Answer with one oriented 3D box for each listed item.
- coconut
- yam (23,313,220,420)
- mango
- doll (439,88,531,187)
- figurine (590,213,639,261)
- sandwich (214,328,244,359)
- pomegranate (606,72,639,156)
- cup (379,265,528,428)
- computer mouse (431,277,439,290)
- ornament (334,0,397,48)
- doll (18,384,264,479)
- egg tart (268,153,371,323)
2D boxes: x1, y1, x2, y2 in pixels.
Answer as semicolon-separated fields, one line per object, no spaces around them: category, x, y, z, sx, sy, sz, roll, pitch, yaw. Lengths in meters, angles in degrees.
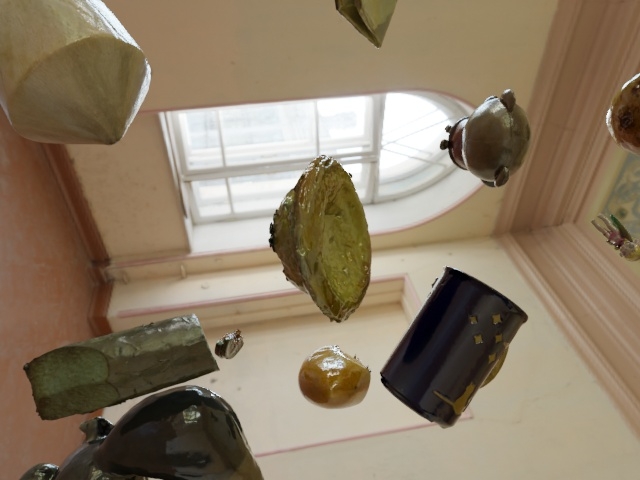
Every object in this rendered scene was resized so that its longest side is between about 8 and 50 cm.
coconut;-0.476;-0.317;0.926;0.329;0.328;0.329;173;-90;-82
yam;-0.285;0.180;0.692;0.106;0.259;0.106;165;-90;-74
mango;0.028;0.304;1.055;0.252;0.153;0.126;55;49;-86
doll;0.416;-0.255;1.230;0.330;0.174;0.235;-116;-150;-81
figurine;0.924;-0.007;1.485;0.187;0.083;0.083;49;-22;21
sandwich;-0.207;0.242;1.111;0.067;0.029;0.135;-63;168;1
pomegranate;0.802;-0.295;1.129;0.215;0.215;0.216;173;-90;-82
cup;0.275;0.225;0.914;0.256;0.255;0.178;-57;-171;-3
computer mouse;0.349;0.136;1.105;0.122;0.073;0.217;45;-15;-19
ornament;0.105;-0.470;0.947;0.201;0.059;0.180;-47;136;-40
doll;-0.250;0.455;0.759;0.382;0.378;0.252;52;20;-20
egg tart;0.000;0.000;0.896;0.315;0.120;0.315;25;61;-61
